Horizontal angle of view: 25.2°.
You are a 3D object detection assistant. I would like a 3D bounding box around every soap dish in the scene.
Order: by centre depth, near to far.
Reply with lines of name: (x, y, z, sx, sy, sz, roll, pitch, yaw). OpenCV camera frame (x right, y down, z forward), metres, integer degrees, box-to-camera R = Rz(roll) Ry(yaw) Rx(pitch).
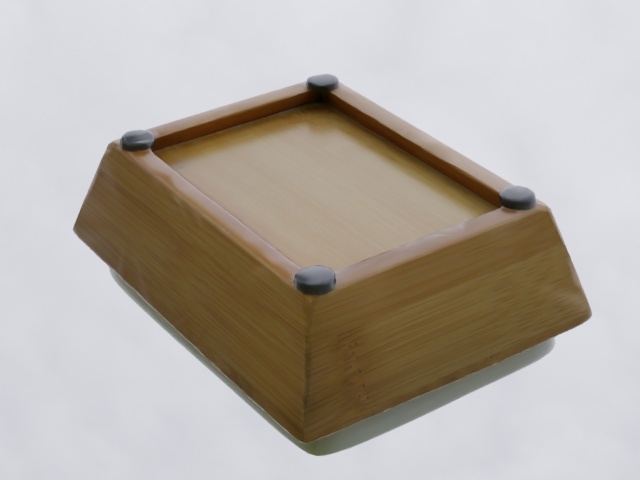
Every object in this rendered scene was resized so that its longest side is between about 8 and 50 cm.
soap dish: (0.000, 0.000, 0.949, 0.291, 0.229, 0.118, 37, -44, 44)
